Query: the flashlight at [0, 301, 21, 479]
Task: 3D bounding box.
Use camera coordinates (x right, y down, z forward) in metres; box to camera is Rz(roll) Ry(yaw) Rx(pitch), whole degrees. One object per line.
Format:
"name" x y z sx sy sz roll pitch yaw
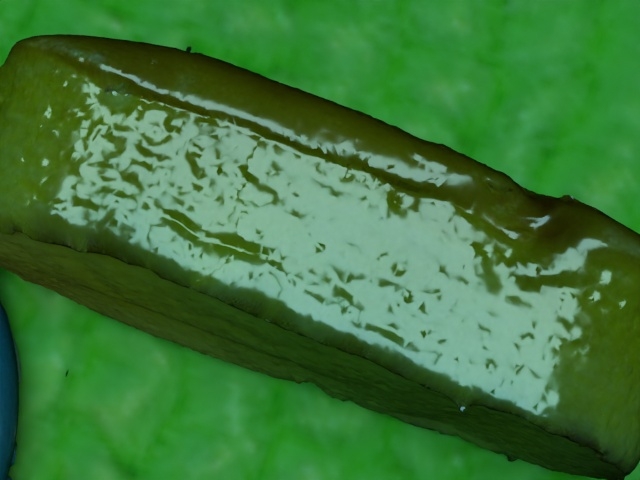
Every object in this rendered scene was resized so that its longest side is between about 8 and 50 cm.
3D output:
"flashlight" -0.125 0.063 0.452 0.051 0.051 0.129 -6 77 -1

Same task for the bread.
"bread" 0.000 0.000 0.439 0.245 0.102 0.094 20 81 5
